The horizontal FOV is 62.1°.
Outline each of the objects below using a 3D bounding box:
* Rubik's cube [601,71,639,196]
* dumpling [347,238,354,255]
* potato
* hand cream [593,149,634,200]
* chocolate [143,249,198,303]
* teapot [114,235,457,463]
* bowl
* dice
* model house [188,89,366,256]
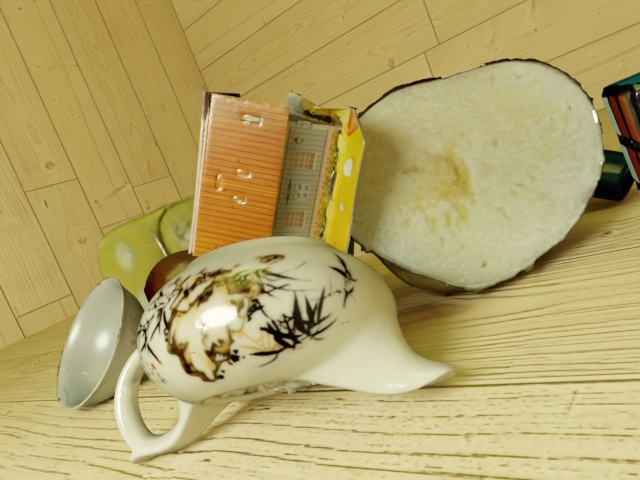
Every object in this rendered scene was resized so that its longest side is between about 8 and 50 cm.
[{"bbox_3d":[0.357,-0.089,0.451,0.162,0.163,0.160,-23,6,25],"label":"Rubik's cube"},{"bbox_3d":[0.000,0.000,0.737,0.172,0.142,0.247,-40,-19,-21],"label":"dumpling"},{"bbox_3d":[0.152,-0.063,0.635,0.300,0.246,0.196,-18,-7,-5],"label":"potato"},{"bbox_3d":[0.305,-0.116,0.778,0.271,0.061,0.120,20,45,39],"label":"hand cream"},{"bbox_3d":[-0.172,0.081,0.792,0.177,0.176,0.177,-22,7,3],"label":"chocolate"},{"bbox_3d":[-0.054,0.094,0.451,0.300,0.165,0.208,-30,-14,20],"label":"teapot"},{"bbox_3d":[-0.294,0.154,0.762,0.086,0.188,0.189,28,-30,-38],"label":"bowl"},{"bbox_3d":[-0.298,0.045,1.120,0.227,0.233,0.238,-18,7,35],"label":"dice"},{"bbox_3d":[-0.075,-0.046,0.542,0.136,0.219,0.207,1,19,-32],"label":"model house"}]
